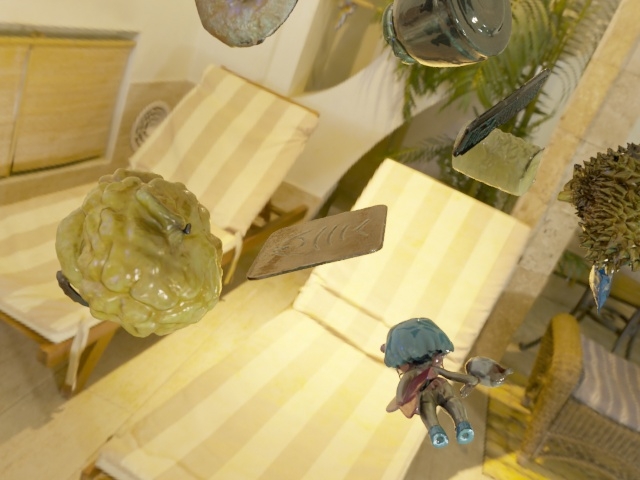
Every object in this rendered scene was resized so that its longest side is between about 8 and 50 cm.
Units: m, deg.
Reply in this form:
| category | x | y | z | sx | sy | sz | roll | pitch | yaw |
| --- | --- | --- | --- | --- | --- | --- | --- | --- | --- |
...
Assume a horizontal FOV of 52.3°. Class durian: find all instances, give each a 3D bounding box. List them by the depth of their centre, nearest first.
| category | x | y | z | sx | sy | sz | roll | pitch | yaw |
| --- | --- | --- | --- | --- | --- | --- | --- | --- | --- |
| durian | 0.536 | -0.052 | 1.037 | 0.258 | 0.258 | 0.293 | 15 | 9 | -16 |

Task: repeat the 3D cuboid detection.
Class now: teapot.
| category | x | y | z | sx | sy | sz | roll | pitch | yaw |
| --- | --- | --- | --- | --- | --- | --- | --- | --- | --- |
| teapot | 0.258 | -0.519 | 1.402 | 0.239 | 0.322 | 0.239 | 19 | -19 | -40 |

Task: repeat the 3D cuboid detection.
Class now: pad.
| category | x | y | z | sx | sy | sz | roll | pitch | yaw |
| --- | --- | --- | --- | --- | --- | --- | --- | --- | --- |
| pad | 0.000 | 0.000 | 1.364 | 0.283 | 0.018 | 0.286 | -13 | 17 | 13 |

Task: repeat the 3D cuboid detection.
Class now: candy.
| category | x | y | z | sx | sy | sz | roll | pitch | yaw |
| --- | --- | --- | --- | --- | --- | --- | --- | --- | --- |
| candy | 0.496 | 0.052 | 1.151 | 0.038 | 0.088 | 0.136 | 2 | 47 | 27 |

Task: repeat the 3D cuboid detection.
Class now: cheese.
| category | x | y | z | sx | sy | sz | roll | pitch | yaw |
| --- | --- | --- | --- | --- | --- | --- | --- | --- | --- |
| cheese | 0.367 | -0.171 | 1.367 | 0.167 | 0.123 | 0.094 | 30 | 58 | 27 |

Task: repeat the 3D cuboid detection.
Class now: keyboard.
| category | x | y | z | sx | sy | sz | roll | pitch | yaw |
| --- | --- | --- | --- | --- | --- | --- | --- | --- | --- |
| keyboard | 0.348 | -0.244 | 1.247 | 0.262 | 0.106 | 0.016 | -36 | 73 | -27 |

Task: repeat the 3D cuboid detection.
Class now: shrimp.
| category | x | y | z | sx | sy | sz | roll | pitch | yaw |
| --- | --- | --- | --- | --- | --- | --- | --- | --- | --- |
| shrimp | -0.081 | -0.524 | 1.187 | 0.110 | 0.445 | 0.221 | -20 | 80 | -53 |

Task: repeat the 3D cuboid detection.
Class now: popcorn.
| category | x | y | z | sx | sy | sz | roll | pitch | yaw |
| --- | --- | --- | --- | --- | --- | --- | --- | --- | --- |
| popcorn | -0.378 | 0.039 | 1.324 | 0.349 | 0.381 | 0.349 | 52 | 25 | -37 |

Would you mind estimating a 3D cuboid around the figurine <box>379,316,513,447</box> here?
| category | x | y | z | sx | sy | sz | roll | pitch | yaw |
| --- | --- | --- | --- | --- | --- | --- | --- | --- | --- |
| figurine | 0.183 | 0.200 | 0.991 | 0.205 | 0.103 | 0.260 | -21 | 24 | 4 |
